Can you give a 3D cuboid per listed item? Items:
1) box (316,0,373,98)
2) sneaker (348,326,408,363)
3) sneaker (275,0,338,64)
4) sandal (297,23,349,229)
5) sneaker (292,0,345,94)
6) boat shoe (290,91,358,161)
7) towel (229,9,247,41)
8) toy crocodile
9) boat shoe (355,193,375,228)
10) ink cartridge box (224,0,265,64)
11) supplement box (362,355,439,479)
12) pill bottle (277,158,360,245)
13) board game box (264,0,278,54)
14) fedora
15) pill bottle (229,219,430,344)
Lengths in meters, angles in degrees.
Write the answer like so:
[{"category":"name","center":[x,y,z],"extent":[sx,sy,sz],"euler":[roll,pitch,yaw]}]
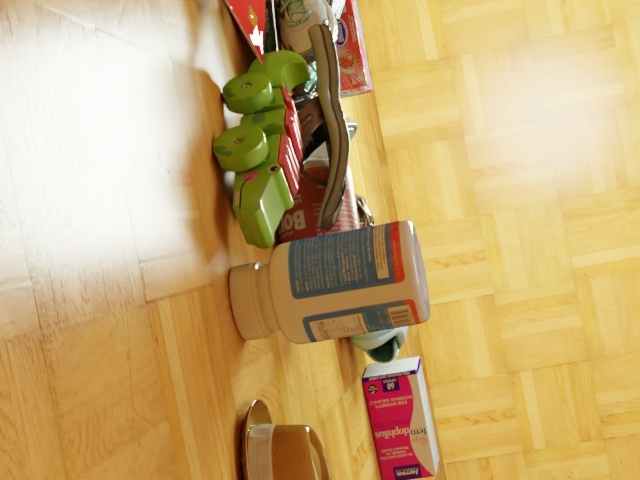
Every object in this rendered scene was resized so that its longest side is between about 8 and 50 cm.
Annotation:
[{"category":"box","center":[0.012,-0.396,2.283],"extent":[0.122,0.128,0.256],"euler":[0,79,-81]},{"category":"sneaker","center":[0.110,0.160,2.308],"extent":[0.366,0.135,0.150],"euler":[17,70,-70]},{"category":"sneaker","center":[-0.052,-0.430,2.093],"extent":[0.122,0.110,0.283],"euler":[35,40,-52]},{"category":"sandal","center":[-0.009,-0.154,1.680],"extent":[0.120,0.086,0.302],"euler":[93,-8,-70]},{"category":"sneaker","center":[-0.030,-0.363,2.188],"extent":[0.083,0.098,0.223],"euler":[45,60,-65]},{"category":"boat shoe","center":[-0.035,-0.176,1.862],"extent":[0.091,0.114,0.302],"euler":[40,9,13]},{"category":"towel","center":[-0.130,-0.447,1.754],"extent":[0.199,0.031,0.274],"euler":[68,14,-55]},{"category":"toy crocodile","center":[-0.066,-0.121,1.528],"extent":[0.340,0.105,0.115],"euler":[-88,165,-52]},{"category":"boat shoe","center":[0.027,-0.040,1.986],"extent":[0.324,0.116,0.123],"euler":[-3,83,-81]},{"category":"ink cartridge box","center":[-0.107,-0.423,1.586],"extent":[0.261,0.066,0.296],"euler":[53,26,-42]},{"category":"supplement box","center":[0.161,0.355,2.396],"extent":[0.114,0.111,0.220],"euler":[-48,126,-79]},{"category":"pill bottle","center":[0.000,0.000,1.754],"extent":[0.121,0.121,0.216],"euler":[49,31,-73]},{"category":"board game box","center":[-0.077,-0.298,1.811],"extent":[0.186,0.026,0.126],"euler":[-100,-177,-79]},{"category":"fedora","center":[-0.033,0.270,1.360],"extent":[0.194,0.079,0.194],"euler":[-10,90,-81]},{"category":"pill bottle","center":[0.011,0.054,1.423],"extent":[0.124,0.222,0.124],"euler":[-10,90,-81]}]
